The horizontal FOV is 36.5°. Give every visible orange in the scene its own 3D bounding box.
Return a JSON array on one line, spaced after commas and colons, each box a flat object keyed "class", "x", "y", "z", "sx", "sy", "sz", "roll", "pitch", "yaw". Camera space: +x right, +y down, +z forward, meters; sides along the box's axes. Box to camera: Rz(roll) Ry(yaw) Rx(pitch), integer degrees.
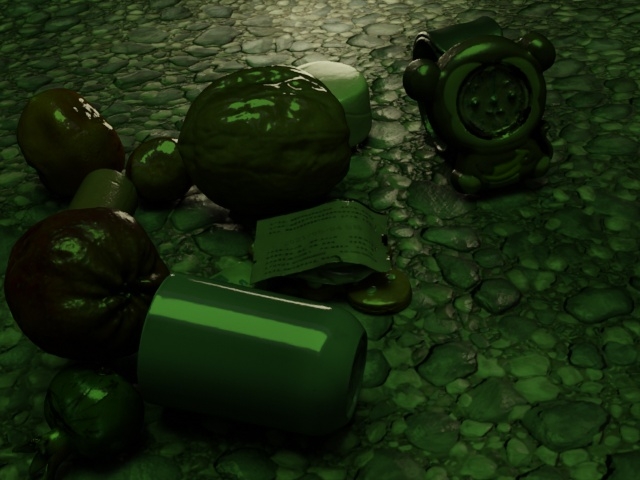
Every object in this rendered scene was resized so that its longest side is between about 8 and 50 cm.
[{"class": "orange", "x": -0.546, "y": -0.207, "z": 2.074, "sx": 0.183, "sy": 0.249, "sz": 0.249, "roll": -42, "pitch": 47, "yaw": -20}]

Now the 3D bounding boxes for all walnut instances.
[{"class": "walnut", "x": -0.116, "y": -0.198, "z": 1.950, "sx": 0.344, "sy": 0.306, "sz": 0.306, "roll": -1, "pitch": 33, "yaw": -12}]

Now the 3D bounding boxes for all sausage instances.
[{"class": "sausage", "x": -0.439, "y": -0.026, "z": 1.875, "sx": 0.123, "sy": 0.123, "sz": 0.253, "roll": 0, "pitch": 33, "yaw": 6}]

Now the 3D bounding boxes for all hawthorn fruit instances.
[{"class": "hawthorn fruit", "x": -0.362, "y": 0.065, "z": 1.492, "sx": 0.262, "sy": 0.258, "sz": 0.258, "roll": 32, "pitch": 48, "yaw": 31}]

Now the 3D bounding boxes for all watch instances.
[{"class": "watch", "x": 0.317, "y": -0.293, "z": 2.064, "sx": 0.314, "sy": 0.335, "sz": 0.327, "roll": -15, "pitch": 16, "yaw": -6}]

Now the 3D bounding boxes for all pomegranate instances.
[{"class": "pomegranate", "x": -0.359, "y": 0.268, "z": 1.431, "sx": 0.191, "sy": 0.131, "sz": 0.152, "roll": -38, "pitch": 36, "yaw": -24}]

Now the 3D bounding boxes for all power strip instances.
[{"class": "power strip", "x": -0.184, "y": 0.100, "z": 1.738, "sx": 0.192, "sy": 0.035, "sz": 0.081, "roll": -30, "pitch": 41, "yaw": -31}]

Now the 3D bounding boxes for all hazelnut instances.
[{"class": "hazelnut", "x": -0.336, "y": -0.152, "z": 2.041, "sx": 0.150, "sy": 0.150, "sz": 0.150, "roll": -3, "pitch": 34, "yaw": 2}]

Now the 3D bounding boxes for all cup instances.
[{"class": "cup", "x": -0.097, "y": 0.175, "z": 1.457, "sx": 0.312, "sy": 0.205, "sz": 0.205, "roll": 11, "pitch": 37, "yaw": 12}]

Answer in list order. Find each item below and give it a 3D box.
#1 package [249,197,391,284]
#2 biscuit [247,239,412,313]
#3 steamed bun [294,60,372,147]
[{"class": "package", "x": 0.000, "y": 0.000, "z": 1.762, "sx": 0.251, "sy": 0.062, "sz": 0.204, "roll": -4, "pitch": 33, "yaw": 4}, {"class": "biscuit", "x": 0.034, "y": 0.037, "z": 1.797, "sx": 0.216, "sy": 0.047, "sz": 0.340, "roll": -27, "pitch": 39, "yaw": -27}, {"class": "steamed bun", "x": 0.026, "y": -0.312, "z": 2.218, "sx": 0.164, "sy": 0.146, "sz": 0.241, "roll": -21, "pitch": 36, "yaw": -17}]
